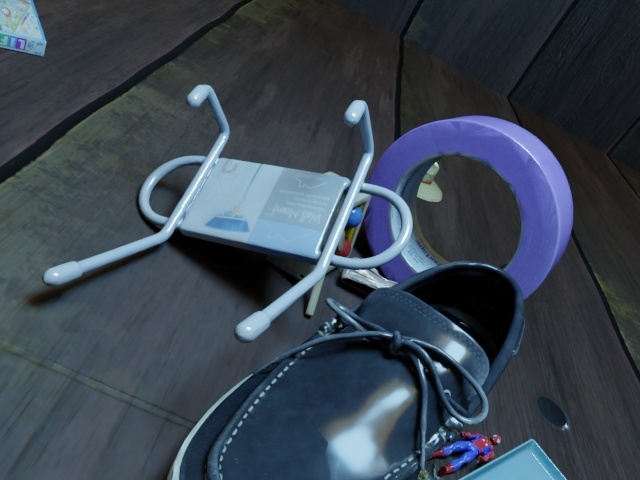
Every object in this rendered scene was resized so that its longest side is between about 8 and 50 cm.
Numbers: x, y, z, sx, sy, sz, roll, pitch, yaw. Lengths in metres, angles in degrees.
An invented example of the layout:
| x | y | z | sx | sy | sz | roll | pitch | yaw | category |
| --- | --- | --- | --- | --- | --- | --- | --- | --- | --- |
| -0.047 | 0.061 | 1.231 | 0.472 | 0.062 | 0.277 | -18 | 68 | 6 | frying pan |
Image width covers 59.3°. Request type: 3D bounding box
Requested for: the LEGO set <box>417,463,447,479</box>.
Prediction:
| x | y | z | sx | sy | sz | roll | pitch | yaw | category |
| --- | --- | --- | --- | --- | --- | --- | --- | --- | --- |
| 0.087 | 0.235 | 0.571 | 0.083 | 0.023 | 0.054 | 30 | 27 | 23 | LEGO set |

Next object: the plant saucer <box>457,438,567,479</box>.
| x | y | z | sx | sy | sz | roll | pitch | yaw | category |
| --- | --- | --- | --- | --- | --- | --- | --- | --- | --- |
| 0.204 | 0.275 | 0.614 | 0.192 | 0.018 | 0.067 | -2 | 44 | -43 | plant saucer |

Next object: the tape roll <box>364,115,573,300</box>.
| x | y | z | sx | sy | sz | roll | pitch | yaw | category |
| --- | --- | --- | --- | --- | --- | --- | --- | --- | --- |
| 0.200 | -0.033 | 0.791 | 0.275 | 0.275 | 0.090 | 42 | 33 | 17 | tape roll |

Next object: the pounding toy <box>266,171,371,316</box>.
| x | y | z | sx | sy | sz | roll | pitch | yaw | category |
| --- | --- | --- | --- | --- | --- | --- | --- | --- | --- |
| 0.000 | 0.000 | 0.731 | 0.100 | 0.130 | 0.141 | 30 | 29 | 20 | pounding toy |

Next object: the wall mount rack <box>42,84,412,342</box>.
| x | y | z | sx | sy | sz | roll | pitch | yaw | category |
| --- | --- | --- | --- | --- | --- | --- | --- | --- | --- |
| -0.092 | -0.029 | 0.592 | 0.350 | 0.130 | 0.304 | 11 | 58 | 21 | wall mount rack |

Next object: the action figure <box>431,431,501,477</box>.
| x | y | z | sx | sy | sz | roll | pitch | yaw | category |
| --- | --- | --- | --- | --- | --- | --- | --- | --- | --- |
| 0.166 | 0.235 | 0.628 | 0.115 | 0.030 | 0.038 | 3 | 37 | -41 | action figure |

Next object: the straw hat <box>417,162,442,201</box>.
| x | y | z | sx | sy | sz | roll | pitch | yaw | category |
| --- | --- | --- | --- | --- | --- | --- | --- | --- | --- |
| 0.206 | -0.148 | 1.158 | 0.144 | 0.061 | 0.144 | 22 | 32 | -15 | straw hat |

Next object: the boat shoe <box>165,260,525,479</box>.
| x | y | z | sx | sy | sz | roll | pitch | yaw | category |
| --- | --- | --- | --- | --- | --- | --- | --- | --- | --- |
| 0.064 | 0.132 | 0.546 | 0.187 | 0.156 | 0.500 | 39 | 34 | 25 | boat shoe |

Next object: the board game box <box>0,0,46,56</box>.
| x | y | z | sx | sy | sz | roll | pitch | yaw | category |
| --- | --- | --- | --- | --- | --- | --- | --- | --- | --- |
| -0.493 | -0.345 | 0.867 | 0.103 | 0.026 | 0.154 | 2 | 42 | -39 | board game box |

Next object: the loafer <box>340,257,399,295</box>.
| x | y | z | sx | sy | sz | roll | pitch | yaw | category |
| --- | --- | --- | --- | --- | --- | --- | --- | --- | --- |
| 0.083 | 0.073 | 0.771 | 0.125 | 0.045 | 0.039 | 34 | 50 | 4 | loafer |
